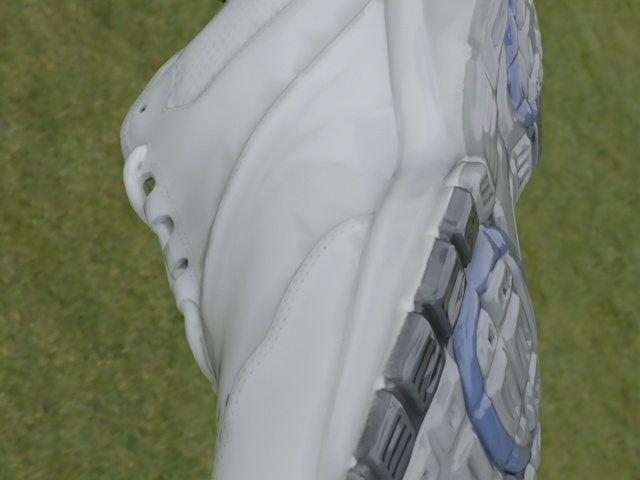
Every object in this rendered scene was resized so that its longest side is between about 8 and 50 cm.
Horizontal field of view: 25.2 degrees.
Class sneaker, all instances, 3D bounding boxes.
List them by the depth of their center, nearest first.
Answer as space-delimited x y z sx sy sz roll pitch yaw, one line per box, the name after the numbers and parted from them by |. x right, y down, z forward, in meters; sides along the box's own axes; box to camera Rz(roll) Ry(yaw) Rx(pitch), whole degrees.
0.000 0.000 0.428 0.297 0.129 0.111 -79 158 -49 | sneaker
